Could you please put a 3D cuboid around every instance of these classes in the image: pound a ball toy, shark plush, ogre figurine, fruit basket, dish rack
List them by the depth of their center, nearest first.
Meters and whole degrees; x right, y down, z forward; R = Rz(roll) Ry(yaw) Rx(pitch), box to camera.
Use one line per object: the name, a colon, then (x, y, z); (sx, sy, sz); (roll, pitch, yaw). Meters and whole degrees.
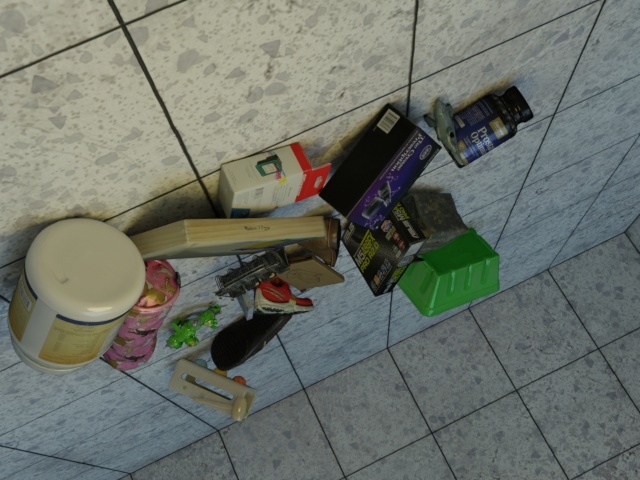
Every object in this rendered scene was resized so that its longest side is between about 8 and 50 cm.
shark plush: (0.296, -0.252, 1.695); (0.073, 0.161, 0.067); (-12, -172, -6)
dish rack: (-0.186, 0.087, 1.906); (0.208, 0.074, 0.271); (-29, 173, 2)
ogre figurine: (-0.392, 0.269, 2.146); (0.197, 0.096, 0.118); (-19, -179, 22)
pound a ball toy: (-0.353, 0.496, 2.416); (0.135, 0.319, 0.208); (-67, 161, -11)
fruit basket: (0.455, 0.156, 2.691); (0.392, 0.283, 0.392); (-22, 141, -19)

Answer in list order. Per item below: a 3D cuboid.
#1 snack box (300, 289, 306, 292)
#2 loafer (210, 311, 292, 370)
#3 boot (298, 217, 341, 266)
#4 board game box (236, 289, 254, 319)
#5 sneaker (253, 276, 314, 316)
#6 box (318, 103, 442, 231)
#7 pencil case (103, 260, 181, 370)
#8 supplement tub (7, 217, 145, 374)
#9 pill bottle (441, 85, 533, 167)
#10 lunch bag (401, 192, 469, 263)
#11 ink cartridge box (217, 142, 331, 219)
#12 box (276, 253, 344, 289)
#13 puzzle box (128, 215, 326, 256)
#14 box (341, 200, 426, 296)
snack box: (-0.039, 0.113, 2.271); (0.100, 0.037, 0.141); (-29, 158, 1)
loafer: (-0.219, 0.322, 2.404); (0.366, 0.133, 0.130); (-37, 156, 25)
boot: (0.000, 0.000, 2.023); (0.115, 0.112, 0.305); (3, 164, 5)
board game box: (-0.226, 0.182, 2.134); (0.020, 0.090, 0.090); (-20, 158, -19)
sneaker: (-0.107, 0.169, 2.208); (0.107, 0.118, 0.279); (-13, 166, 27)
box: (0.143, -0.163, 1.667); (0.261, 0.103, 0.184); (-52, 156, 10)
pencil case: (-0.454, 0.182, 1.766); (0.167, 0.160, 0.386); (-23, 160, -34)
supplement tub: (-0.512, 0.125, 1.476); (0.228, 0.228, 0.316); (-9, 153, -39)
pill bottle: (0.407, -0.284, 1.771); (0.219, 0.122, 0.123); (-32, 158, 13)
lunch bag: (0.257, -0.015, 2.161); (0.287, 0.169, 0.235); (-33, 163, 35)
ink cartridge box: (-0.103, -0.132, 1.575); (0.231, 0.078, 0.134); (-19, 159, -21)
box: (-0.046, 0.096, 2.109); (0.164, 0.021, 0.201); (-12, 154, 27)
puzzle box: (-0.220, -0.004, 1.631); (0.272, 0.052, 0.409); (-14, 173, 42)
box: (0.166, -0.003, 1.975); (0.060, 0.216, 0.270); (-16, 152, -29)
